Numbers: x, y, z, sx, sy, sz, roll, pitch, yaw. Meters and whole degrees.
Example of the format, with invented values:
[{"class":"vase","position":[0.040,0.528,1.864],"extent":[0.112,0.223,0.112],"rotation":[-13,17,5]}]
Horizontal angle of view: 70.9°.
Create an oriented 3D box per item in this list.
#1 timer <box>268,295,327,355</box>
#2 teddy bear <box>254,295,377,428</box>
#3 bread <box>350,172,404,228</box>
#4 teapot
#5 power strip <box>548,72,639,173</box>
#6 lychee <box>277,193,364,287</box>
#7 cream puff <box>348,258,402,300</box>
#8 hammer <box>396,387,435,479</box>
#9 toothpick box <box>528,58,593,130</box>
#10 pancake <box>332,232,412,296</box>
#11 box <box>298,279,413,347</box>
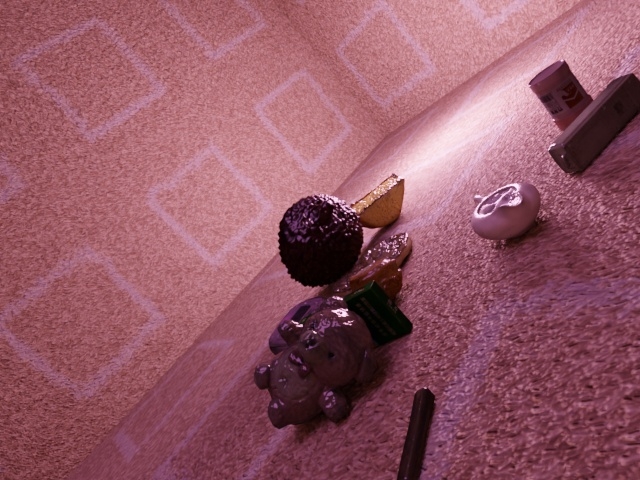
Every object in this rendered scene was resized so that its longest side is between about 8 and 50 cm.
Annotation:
[{"class":"timer","position":[-0.061,0.255,1.348],"extent":[0.191,0.069,0.208],"rotation":[-24,20,52]},{"class":"teddy bear","position":[-0.010,0.254,0.910],"extent":[0.151,0.235,0.267],"rotation":[8,-49,-46]},{"class":"bread","position":[0.219,-0.120,1.638],"extent":[0.260,0.134,0.129],"rotation":[-41,22,-11]},{"class":"teapot","position":[0.381,-0.059,0.934],"extent":[0.145,0.092,0.226],"rotation":[-40,10,0]},{"class":"power strip","position":[0.589,-0.247,0.953],"extent":[0.272,0.078,0.052],"rotation":[-45,9,-8]},{"class":"lychee","position":[0.000,0.000,1.520],"extent":[0.306,0.306,0.330],"rotation":[-52,-21,-39]},{"class":"cream puff","position":[0.140,0.109,1.105],"extent":[0.126,0.103,0.144],"rotation":[-34,4,-40]},{"class":"hammer","position":[0.112,0.319,0.598],"extent":[0.125,0.027,0.297],"rotation":[-35,13,37]},{"class":"toothpick box","position":[0.615,-0.369,1.143],"extent":[0.098,0.149,0.098],"rotation":[-41,11,9]},{"class":"pancake","position":[0.152,0.075,1.334],"extent":[0.282,0.049,0.282],"rotation":[-40,11,10]},{"class":"box","position":[0.068,0.186,0.981],"extent":[0.235,0.132,0.034],"rotation":[-35,12,36]}]
